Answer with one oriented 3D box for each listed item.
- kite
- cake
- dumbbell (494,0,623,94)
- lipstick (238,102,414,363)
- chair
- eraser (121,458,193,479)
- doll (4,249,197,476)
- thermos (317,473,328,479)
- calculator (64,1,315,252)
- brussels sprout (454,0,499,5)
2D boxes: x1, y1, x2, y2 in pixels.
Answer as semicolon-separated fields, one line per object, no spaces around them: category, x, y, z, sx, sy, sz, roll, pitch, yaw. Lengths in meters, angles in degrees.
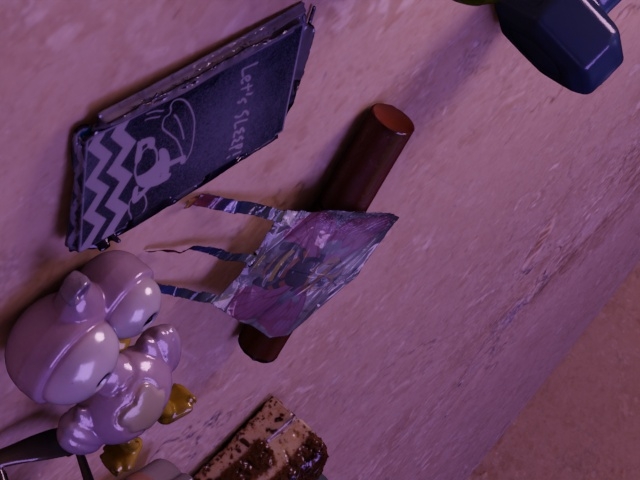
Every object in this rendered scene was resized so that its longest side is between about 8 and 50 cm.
kite;-0.060;0.019;1.491;0.204;0.022;0.360;-48;152;16
cake;-0.106;0.344;1.971;0.246;0.112;0.135;-44;163;-10
dumbbell;0.342;-0.318;1.569;0.325;0.160;0.144;-47;-171;-2
lipstick;0.000;0.000;1.601;0.057;0.057;0.356;-21;148;-52
chair;-0.301;0.336;1.434;0.166;0.272;0.188;-15;173;24
eraser;-0.287;0.378;1.682;0.290;0.087;0.171;-31;160;-40
doll;-0.201;0.114;1.338;0.160;0.094;0.365;-45;162;-17
thermos;-0.111;0.454;2.127;0.286;0.145;0.182;-27;143;-42
calculator;-0.107;-0.097;1.223;0.274;0.028;0.165;-34;154;-38
brussels sprout;0.154;-0.291;1.225;0.161;0.144;0.180;19;91;-49
